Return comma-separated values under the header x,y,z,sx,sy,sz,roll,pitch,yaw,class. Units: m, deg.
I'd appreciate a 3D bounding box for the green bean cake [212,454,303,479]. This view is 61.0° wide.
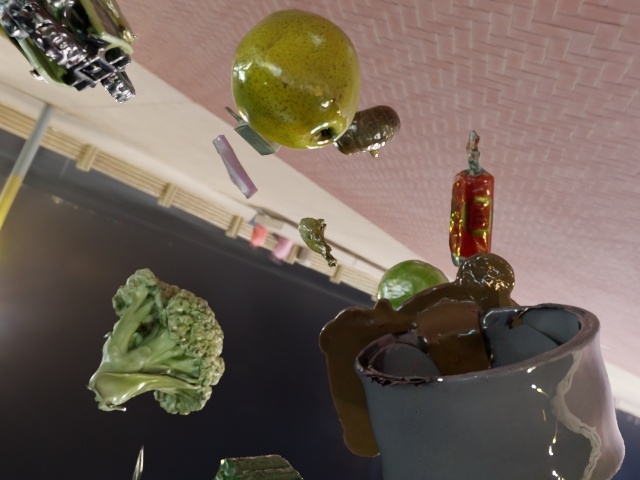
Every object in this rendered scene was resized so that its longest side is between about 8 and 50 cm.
x,y,z,sx,sy,sz,roll,pitch,yaw,class
-0.107,0.578,0.957,0.169,0.308,0.300,10,-177,-31,green bean cake

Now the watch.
x,y,z,sx,sy,sz,roll,pitch,yaw,class
0.170,0.193,0.673,0.335,0.314,0.327,-12,-179,4,watch

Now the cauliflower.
x,y,z,sx,sy,sz,roll,pitch,yaw,class
-0.349,0.223,1.119,0.281,0.327,0.260,-18,-178,-30,cauliflower

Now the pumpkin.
x,y,z,sx,sy,sz,roll,pitch,yaw,class
0.145,-0.337,1.730,0.219,0.219,0.162,10,123,65,pumpkin

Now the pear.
x,y,z,sx,sy,sz,roll,pitch,yaw,class
-0.044,-0.326,1.135,0.294,0.294,0.294,22,174,2,pear

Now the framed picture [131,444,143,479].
x,y,z,sx,sy,sz,roll,pitch,yaw,class
-0.545,0.723,1.574,0.010,0.199,0.195,16,174,-16,framed picture

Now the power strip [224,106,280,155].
x,y,z,sx,sy,sz,roll,pitch,yaw,class
-0.173,-0.281,1.376,0.175,0.042,0.075,41,155,-30,power strip

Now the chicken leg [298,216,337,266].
x,y,z,sx,sy,sz,roll,pitch,yaw,class
0.000,0.000,1.532,0.070,0.093,0.178,11,-142,-45,chicken leg

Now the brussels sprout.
x,y,z,sx,sy,sz,roll,pitch,yaw,class
0.277,0.172,1.580,0.244,0.244,0.244,22,174,2,brussels sprout

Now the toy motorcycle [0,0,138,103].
x,y,z,sx,sy,sz,roll,pitch,yaw,class
-0.380,-0.328,0.793,0.237,0.169,0.410,61,177,-7,toy motorcycle

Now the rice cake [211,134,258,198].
x,y,z,sx,sy,sz,roll,pitch,yaw,class
-0.233,-0.202,1.490,0.206,0.047,0.036,59,-164,15,rice cake

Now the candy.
x,y,z,sx,sy,sz,roll,pitch,yaw,class
0.254,-0.037,0.915,0.059,0.292,0.086,-1,-169,-5,candy
